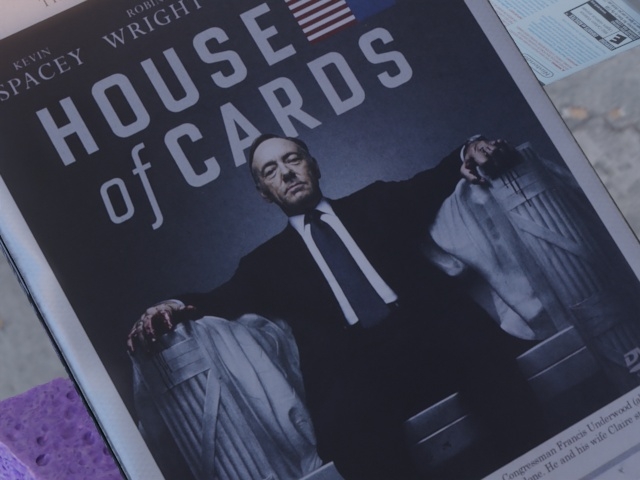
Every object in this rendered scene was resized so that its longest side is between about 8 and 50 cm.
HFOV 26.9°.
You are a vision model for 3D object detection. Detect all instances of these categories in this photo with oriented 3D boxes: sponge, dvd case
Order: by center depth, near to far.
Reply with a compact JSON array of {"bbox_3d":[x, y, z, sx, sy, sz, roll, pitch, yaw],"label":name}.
[{"bbox_3d":[0.000,0.000,0.427,0.238,0.179,0.029,60,167,10],"label":"dvd case"},{"bbox_3d":[-0.081,0.148,0.722,0.210,0.117,0.031,38,125,24],"label":"sponge"}]

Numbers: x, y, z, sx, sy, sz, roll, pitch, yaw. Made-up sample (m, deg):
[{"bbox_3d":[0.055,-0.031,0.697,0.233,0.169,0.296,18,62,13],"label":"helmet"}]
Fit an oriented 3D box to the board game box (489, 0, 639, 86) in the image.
[{"bbox_3d":[0.064,-0.183,0.980,0.224,0.097,0.303,30,145,-34],"label":"board game box"}]
